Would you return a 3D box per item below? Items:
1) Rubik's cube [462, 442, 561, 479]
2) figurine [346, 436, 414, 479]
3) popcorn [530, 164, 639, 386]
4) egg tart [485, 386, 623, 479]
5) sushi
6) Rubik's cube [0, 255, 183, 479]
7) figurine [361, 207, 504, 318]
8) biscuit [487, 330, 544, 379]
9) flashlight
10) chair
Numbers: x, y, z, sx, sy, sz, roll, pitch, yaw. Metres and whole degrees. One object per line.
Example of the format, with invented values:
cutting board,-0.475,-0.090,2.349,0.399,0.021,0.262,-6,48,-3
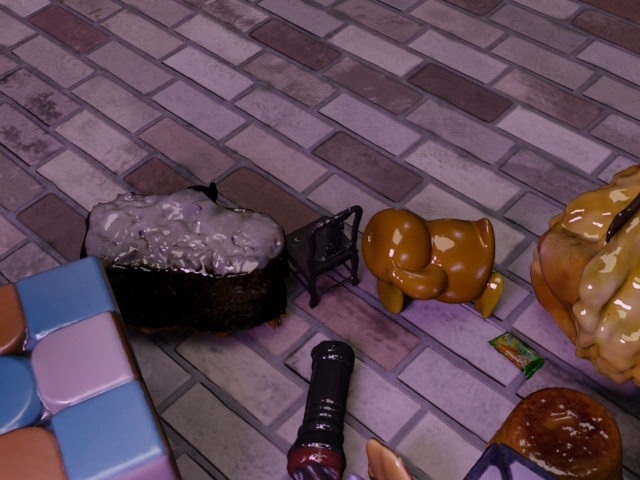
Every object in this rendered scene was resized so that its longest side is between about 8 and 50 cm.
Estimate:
Rubik's cube,0.219,0.473,0.960,0.307,0.305,0.310,33,55,25
figurine,0.011,0.388,1.111,0.257,0.180,0.208,-30,31,-21
popcorn,0.494,0.030,1.300,0.349,0.381,0.349,-8,33,5
egg tart,0.330,0.296,1.205,0.203,0.147,0.202,-2,46,2
sushi,-0.221,0.033,1.440,0.349,0.207,0.234,7,42,5
Rubik's cube,-0.375,0.288,1.124,0.347,0.346,0.344,-20,49,-13
figurine,0.180,0.028,1.419,0.228,0.215,0.215,-8,48,-7
biscuit,0.317,0.181,1.394,0.046,0.016,0.089,-32,54,-23
flashlight,0.008,0.257,1.307,0.093,0.093,0.232,5,43,8
chair,0.000,0.000,1.436,0.106,0.229,0.113,-28,55,-21
